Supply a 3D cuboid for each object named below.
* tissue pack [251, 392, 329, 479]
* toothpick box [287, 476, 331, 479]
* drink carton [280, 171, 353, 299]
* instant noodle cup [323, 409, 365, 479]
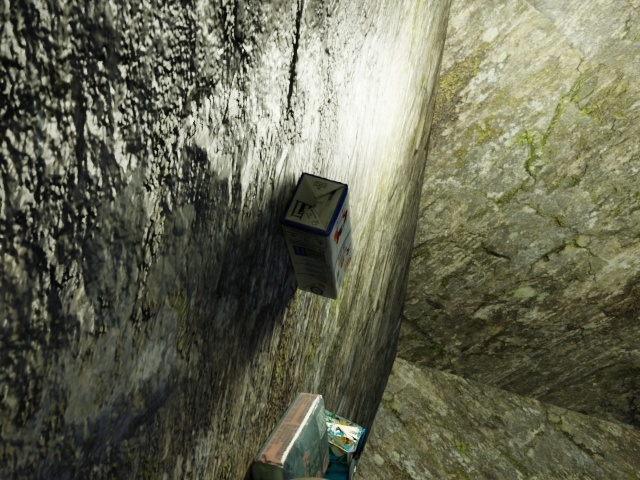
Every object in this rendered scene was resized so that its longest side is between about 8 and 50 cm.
[{"bbox_3d":[-0.065,0.569,1.583,0.315,0.103,0.228,-44,131,-64],"label":"tissue pack"},{"bbox_3d":[-0.057,0.712,1.197,0.425,0.409,0.409,-22,127,-55],"label":"toothpick box"},{"bbox_3d":[0.000,0.000,1.327,0.315,0.106,0.130,81,30,-61],"label":"drink carton"},{"bbox_3d":[0.035,0.658,1.953,0.240,0.178,0.240,14,90,-75],"label":"instant noodle cup"}]
